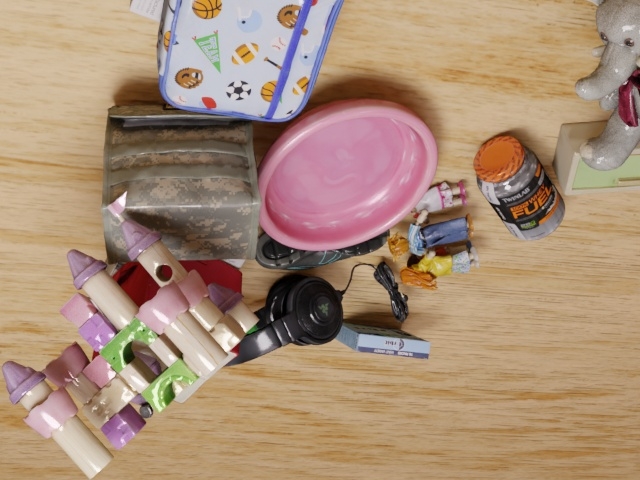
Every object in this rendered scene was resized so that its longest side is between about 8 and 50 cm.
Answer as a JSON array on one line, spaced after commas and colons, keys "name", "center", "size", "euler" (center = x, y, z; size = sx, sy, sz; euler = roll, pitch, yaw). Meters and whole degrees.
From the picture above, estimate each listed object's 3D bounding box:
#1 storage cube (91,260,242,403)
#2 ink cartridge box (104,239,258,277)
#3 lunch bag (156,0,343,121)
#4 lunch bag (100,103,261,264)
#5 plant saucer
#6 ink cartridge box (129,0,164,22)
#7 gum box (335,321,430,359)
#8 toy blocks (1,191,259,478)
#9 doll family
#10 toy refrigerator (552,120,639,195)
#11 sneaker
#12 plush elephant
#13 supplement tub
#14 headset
[{"name": "storage cube", "center": [-0.261, 0.137, 1.449], "size": [0.215, 0.193, 0.183], "euler": [30, 126, -27]}, {"name": "ink cartridge box", "center": [-0.271, 0.023, 1.559], "size": [0.211, 0.122, 0.289], "euler": [20, 130, -23]}, {"name": "lunch bag", "center": [-0.090, -0.308, 1.135], "size": [0.243, 0.115, 0.303], "euler": [7, 135, -18]}, {"name": "lunch bag", "center": [-0.218, -0.118, 1.308], "size": [0.235, 0.287, 0.169], "euler": [-1, 140, -10]}, {"name": "plant saucer", "center": [0.036, -0.121, 1.435], "size": [0.331, 0.084, 0.332], "euler": [-14, 141, -12]}, {"name": "ink cartridge box", "center": [-0.162, -0.371, 1.199], "size": [0.190, 0.082, 0.140], "euler": [18, 131, -21]}, {"name": "gum box", "center": [0.127, 0.212, 1.769], "size": [0.156, 0.184, 0.041], "euler": [9, 91, -14]}, {"name": "toy blocks", "center": [-0.281, 0.119, 1.188], "size": [0.288, 0.309, 0.260], "euler": [-43, 91, 12]}, {"name": "doll family", "center": [0.214, 0.010, 1.597], "size": [0.163, 0.118, 0.263], "euler": [-14, 133, 4]}, {"name": "toy refrigerator", "center": [0.568, -0.151, 1.490], "size": [0.269, 0.094, 0.102], "euler": [-4, 135, -3]}, {"name": "sneaker", "center": [0.000, 0.000, 1.605], "size": [0.267, 0.101, 0.106], "euler": [-9, 167, -8]}, {"name": "plush elephant", "center": [0.490, -0.265, 1.237], "size": [0.255, 0.272, 0.330], "euler": [22, 100, -29]}, {"name": "supplement tub", "center": [0.359, -0.095, 1.509], "size": [0.117, 0.117, 0.190], "euler": [-28, 132, 21]}, {"name": "headset", "center": [-0.021, 0.160, 1.639], "size": [0.394, 0.243, 0.185], "euler": [-27, 96, -13]}]
